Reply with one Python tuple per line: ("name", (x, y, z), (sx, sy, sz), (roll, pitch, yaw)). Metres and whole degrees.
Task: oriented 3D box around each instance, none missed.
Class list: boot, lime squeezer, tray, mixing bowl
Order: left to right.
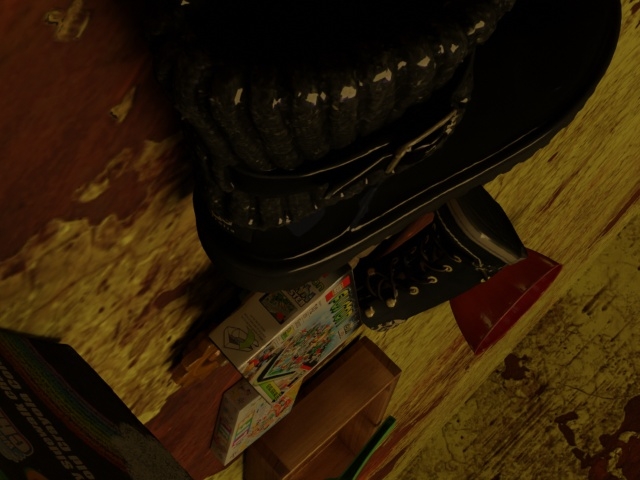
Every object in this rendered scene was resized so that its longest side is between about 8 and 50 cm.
("tray", (-0.010, 0.289, 1.493), (0.203, 0.076, 0.411), (-39, 163, -21))
("lime squeezer", (0.004, 0.340, 1.421), (0.310, 0.059, 0.110), (-23, 153, -50))
("boot", (0.101, 0.024, 1.047), (0.179, 0.085, 0.236), (-30, 166, 14))
("boot", (0.065, -0.120, 0.598), (0.348, 0.131, 0.260), (-40, 163, -18))
("mixing bowl", (0.252, 0.068, 1.555), (0.181, 0.098, 0.181), (-40, 162, -16))

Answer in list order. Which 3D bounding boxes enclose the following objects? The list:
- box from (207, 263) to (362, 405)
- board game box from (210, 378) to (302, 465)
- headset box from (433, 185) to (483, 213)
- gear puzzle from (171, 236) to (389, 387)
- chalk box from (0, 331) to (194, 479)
("box", (-0.022, 0.072, 0.879), (0.114, 0.036, 0.207), (-41, 165, -7))
("board game box", (-0.066, 0.176, 1.166), (0.103, 0.026, 0.154), (-36, 161, -28))
("headset box", (0.145, -0.062, 1.102), (0.062, 0.032, 0.083), (-31, 159, -38))
("gear puzzle", (0.000, 0.000, 0.898), (0.339, 0.044, 0.175), (-44, 165, 6))
("chalk box", (-0.199, 0.159, 0.544), (0.179, 0.180, 0.289), (-47, 162, 2))
